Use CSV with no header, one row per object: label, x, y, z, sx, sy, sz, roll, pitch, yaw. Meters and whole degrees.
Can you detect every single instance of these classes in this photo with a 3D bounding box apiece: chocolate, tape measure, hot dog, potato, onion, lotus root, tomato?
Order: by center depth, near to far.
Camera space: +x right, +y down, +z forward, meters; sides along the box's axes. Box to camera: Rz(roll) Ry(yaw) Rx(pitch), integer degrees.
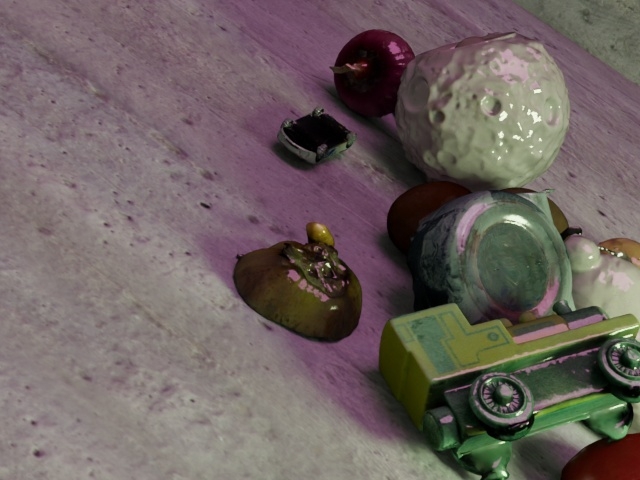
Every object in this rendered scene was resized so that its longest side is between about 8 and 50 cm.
tomato,0.461,0.347,1.597,0.233,0.140,0.200,9,33,-36
lotus root,-0.020,0.053,1.666,0.203,0.078,0.183,25,27,-9
hot dog,0.000,0.001,1.748,0.044,0.028,0.137,9,-15,3
tape measure,0.263,0.054,1.783,0.275,0.147,0.256,-8,80,-31
chocolate,0.193,-0.020,1.938,0.176,0.177,0.177,24,28,-14
potato,0.607,0.068,2.224,0.234,0.128,0.161,24,35,-29
onion,0.111,-0.337,2.337,0.177,0.177,0.153,36,-2,8

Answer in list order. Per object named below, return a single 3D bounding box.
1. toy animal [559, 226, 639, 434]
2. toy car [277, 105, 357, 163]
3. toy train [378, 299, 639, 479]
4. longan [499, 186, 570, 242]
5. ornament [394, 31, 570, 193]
toy animal,0.474,0.178,1.854,0.258,0.194,0.357,39,26,-37
toy car,-0.009,-0.185,2.089,0.095,0.056,0.205,39,32,13
toy train,0.287,0.176,1.584,0.368,0.150,0.237,-12,47,-19
longan,0.347,-0.003,2.046,0.185,0.159,0.204,44,46,19
ornament,0.311,-0.235,2.212,0.337,0.337,0.337,24,28,-14
